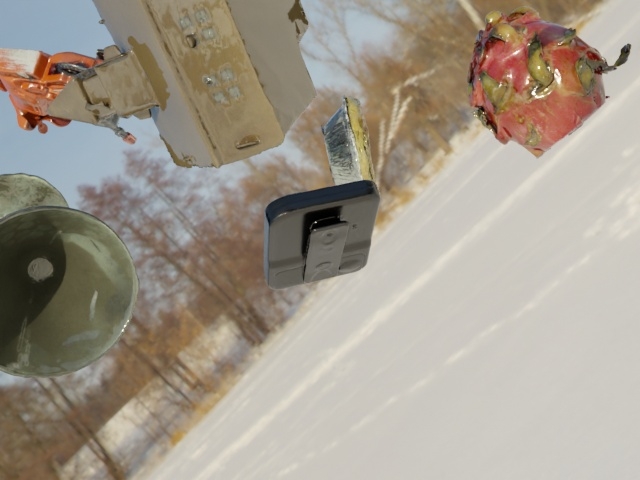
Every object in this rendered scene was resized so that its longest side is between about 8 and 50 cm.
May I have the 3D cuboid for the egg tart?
[{"bbox_3d":[0.058,-0.178,1.678,0.094,0.234,0.234,-10,1,4],"label":"egg tart"}]

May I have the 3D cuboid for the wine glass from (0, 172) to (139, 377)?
[{"bbox_3d":[-0.476,0.024,1.380,0.267,0.267,0.406,-45,30,-7],"label":"wine glass"}]

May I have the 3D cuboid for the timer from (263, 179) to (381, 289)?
[{"bbox_3d":[0.000,0.000,1.067,0.144,0.055,0.187,-12,-30,-11],"label":"timer"}]

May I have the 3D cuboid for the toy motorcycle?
[{"bbox_3d":[-0.453,-0.265,1.452,0.221,0.325,0.148,34,-111,-63],"label":"toy motorcycle"}]

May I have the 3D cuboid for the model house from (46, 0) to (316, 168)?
[{"bbox_3d":[-0.146,-0.161,0.760,0.248,0.181,0.176,-14,22,24],"label":"model house"}]

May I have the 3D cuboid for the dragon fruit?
[{"bbox_3d":[0.423,-0.334,1.664,0.250,0.291,0.269,-33,-5,-28],"label":"dragon fruit"}]
